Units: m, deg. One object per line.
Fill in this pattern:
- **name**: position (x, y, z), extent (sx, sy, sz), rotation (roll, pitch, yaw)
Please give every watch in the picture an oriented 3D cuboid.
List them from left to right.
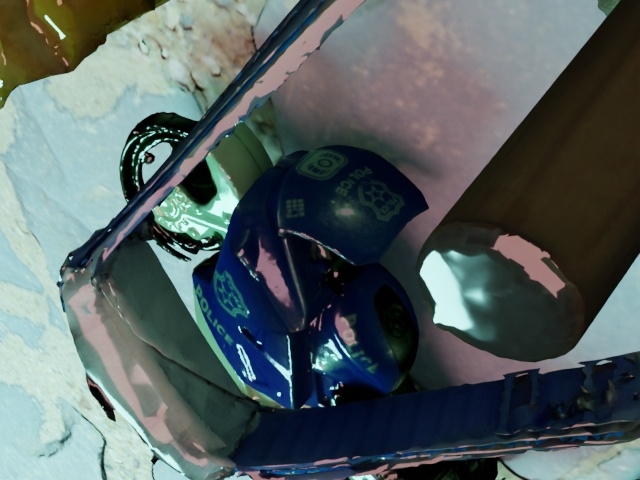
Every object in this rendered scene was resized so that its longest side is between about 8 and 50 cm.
- **watch**: position (-0.010, -0.009, 0.524), extent (0.275, 0.068, 0.276), rotation (-13, 110, 26)

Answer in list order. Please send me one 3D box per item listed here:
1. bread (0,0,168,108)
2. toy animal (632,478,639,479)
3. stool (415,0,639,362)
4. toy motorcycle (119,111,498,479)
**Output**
- **bread**: position (-0.098, -0.151, 0.454), extent (0.227, 0.253, 0.142), rotation (1, 124, 55)
- **toy animal**: position (0.230, 0.204, 0.623), extent (0.116, 0.218, 0.179), rotation (20, 106, -16)
- **stool**: position (0.161, -0.127, 0.285), extent (0.310, 0.226, 0.310), rotation (1, 128, 39)
- **toy motorcycle**: position (0.003, 0.063, 0.673), extent (0.196, 0.125, 0.331), rotation (-7, 116, 43)
